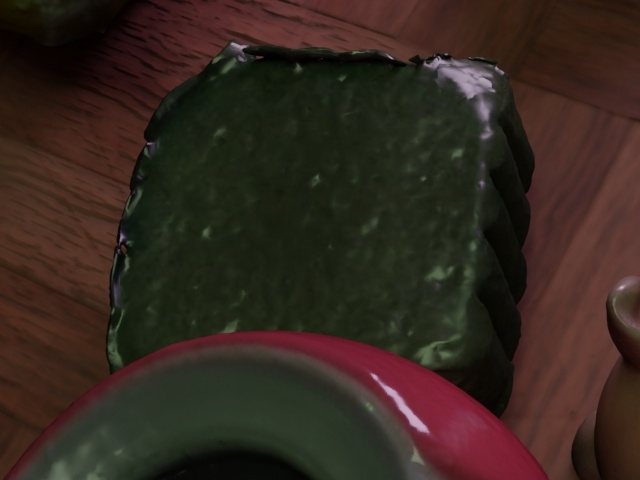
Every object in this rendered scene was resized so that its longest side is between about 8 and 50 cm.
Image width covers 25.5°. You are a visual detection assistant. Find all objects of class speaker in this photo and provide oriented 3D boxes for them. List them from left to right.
[{"bbox_3d":[-0.022,0.180,0.627,0.294,0.294,0.294,-6,62,11],"label":"speaker"}]

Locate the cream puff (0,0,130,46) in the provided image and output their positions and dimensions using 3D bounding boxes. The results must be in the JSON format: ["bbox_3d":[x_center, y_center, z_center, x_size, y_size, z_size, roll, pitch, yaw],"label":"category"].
[{"bbox_3d":[-0.184,-0.313,0.879,0.275,0.378,0.378,34,74,4],"label":"cream puff"}]

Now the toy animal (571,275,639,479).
[{"bbox_3d":[0.213,0.141,0.647,0.149,0.165,0.248,-8,48,-19],"label":"toy animal"}]

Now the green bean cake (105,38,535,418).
[{"bbox_3d":[0.000,0.000,0.801,0.227,0.125,0.222,1,65,16],"label":"green bean cake"}]
